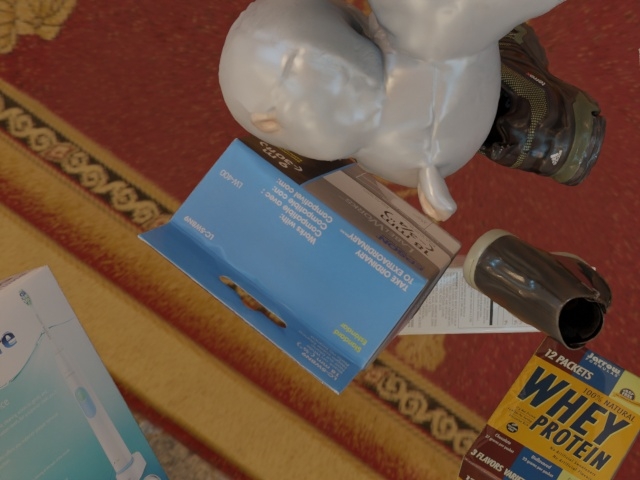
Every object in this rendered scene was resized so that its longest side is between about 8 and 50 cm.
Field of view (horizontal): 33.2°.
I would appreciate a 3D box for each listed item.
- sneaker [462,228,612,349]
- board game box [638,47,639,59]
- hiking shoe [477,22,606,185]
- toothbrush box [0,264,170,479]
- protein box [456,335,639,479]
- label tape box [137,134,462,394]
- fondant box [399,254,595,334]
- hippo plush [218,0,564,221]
[{"bbox_3d":[0.234,0.066,1.008,0.118,0.222,0.083,40,106,41],"label":"sneaker"},{"bbox_3d":[0.463,-0.096,1.201,0.142,0.144,0.275,0,85,-17],"label":"board game box"},{"bbox_3d":[0.118,-0.127,0.822,0.114,0.227,0.086,6,120,-32],"label":"hiking shoe"},{"bbox_3d":[-0.302,0.206,1.053,0.126,0.216,0.295,-17,106,37],"label":"toothbrush box"},{"bbox_3d":[0.250,0.248,1.185,0.136,0.200,0.201,30,147,20],"label":"protein box"},{"bbox_3d":[0.000,0.000,1.098,0.240,0.333,0.106,37,107,7],"label":"label tape box"},{"bbox_3d":[0.189,0.073,1.547,0.330,0.238,0.096,1,93,-18],"label":"fondant box"},{"bbox_3d":[0.056,-0.162,0.657,0.294,0.234,0.236,8,132,-19],"label":"hippo plush"}]
